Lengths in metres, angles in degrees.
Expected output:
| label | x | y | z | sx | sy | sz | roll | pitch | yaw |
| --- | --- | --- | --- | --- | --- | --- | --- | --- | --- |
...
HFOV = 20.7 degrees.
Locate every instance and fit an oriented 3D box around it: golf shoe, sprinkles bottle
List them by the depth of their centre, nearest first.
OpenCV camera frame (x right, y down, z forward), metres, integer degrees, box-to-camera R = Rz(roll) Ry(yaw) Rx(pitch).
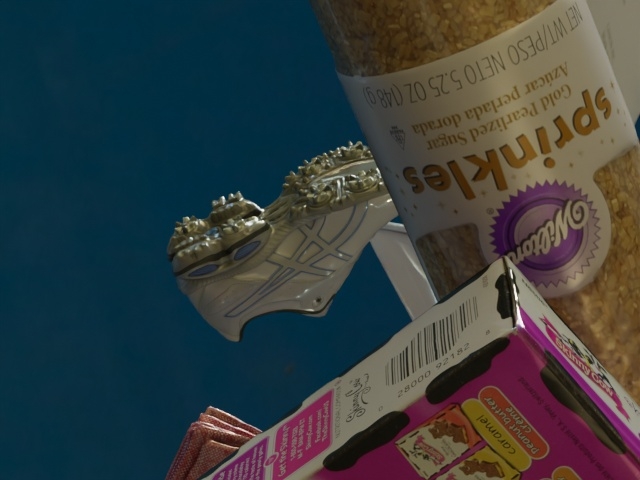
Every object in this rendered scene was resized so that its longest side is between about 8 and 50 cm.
| label | x | y | z | sx | sy | sz | roll | pitch | yaw |
| --- | --- | --- | --- | --- | --- | --- | --- | --- | --- |
| sprinkles bottle | 0.093 | -0.024 | 0.808 | 0.121 | 0.121 | 0.355 | -33 | -70 | -24 |
| golf shoe | 0.000 | 0.000 | 1.045 | 0.176 | 0.086 | 0.069 | -22 | -154 | 8 |

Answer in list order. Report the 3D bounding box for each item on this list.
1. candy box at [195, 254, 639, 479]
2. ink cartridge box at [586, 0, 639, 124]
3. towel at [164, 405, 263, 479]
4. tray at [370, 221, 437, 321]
| label | x | y | z | sx | sy | sz | roll | pitch | yaw |
| --- | --- | --- | --- | --- | --- | --- | --- | --- | --- |
| candy box | 0.034 | 0.139 | 0.716 | 0.159 | 0.233 | 0.071 | 48 | -163 | -17 |
| ink cartridge box | 0.169 | -0.284 | 1.012 | 0.091 | 0.308 | 0.385 | 7 | -130 | 27 |
| towel | 0.041 | 0.255 | 0.878 | 0.329 | 0.037 | 0.237 | 24 | -77 | 9 |
| tray | 0.138 | 0.090 | 1.169 | 0.145 | 0.270 | 0.030 | 10 | -133 | 50 |
